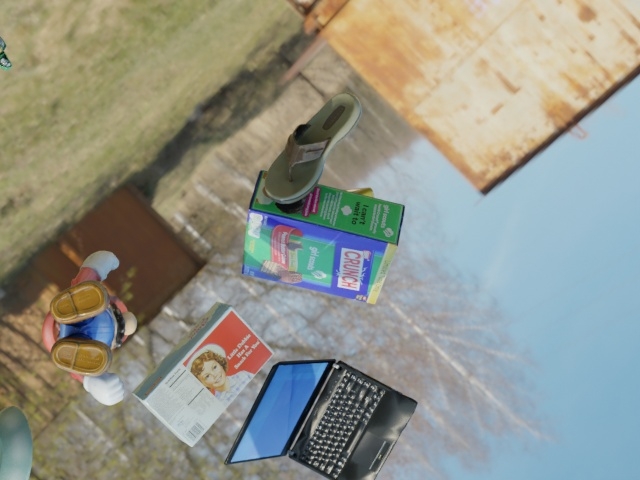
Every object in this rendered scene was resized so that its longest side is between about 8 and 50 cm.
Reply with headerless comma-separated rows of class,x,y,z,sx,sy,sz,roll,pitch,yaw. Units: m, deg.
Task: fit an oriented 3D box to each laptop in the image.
laptop,0.003,0.349,1.671,0.234,0.264,0.136,-63,176,20

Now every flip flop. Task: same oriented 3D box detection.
flip flop,-0.021,-0.195,1.847,0.277,0.112,0.080,-51,149,-8

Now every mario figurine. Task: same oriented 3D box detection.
mario figurine,-0.334,0.128,1.422,0.198,0.170,0.320,-58,-172,-9

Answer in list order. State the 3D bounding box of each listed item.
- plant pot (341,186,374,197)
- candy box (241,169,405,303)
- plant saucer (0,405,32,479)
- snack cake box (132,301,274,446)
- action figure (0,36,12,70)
plant pot,0.028,-0.008,2.376,0.187,0.212,0.212,-17,-172,-25
candy box,0.000,0.000,1.987,0.268,0.317,0.122,103,-1,-58
plant saucer,-0.591,0.400,1.683,0.037,0.195,0.195,14,133,-44
snack cake box,-0.242,0.275,1.918,0.264,0.152,0.089,-47,-159,-18
action figure,-0.744,-0.443,1.945,0.063,0.232,0.137,14,-114,47
